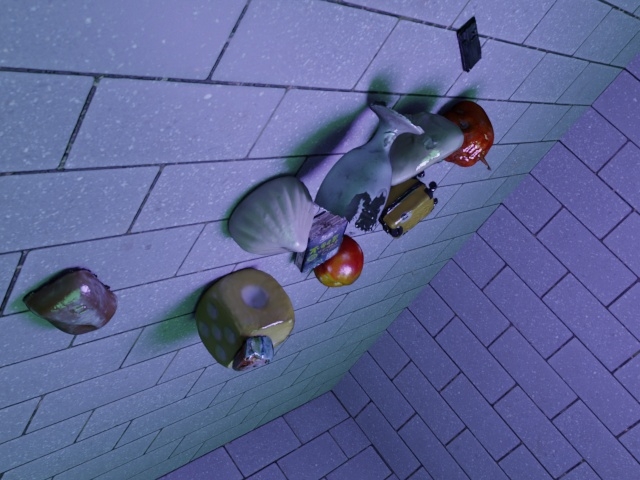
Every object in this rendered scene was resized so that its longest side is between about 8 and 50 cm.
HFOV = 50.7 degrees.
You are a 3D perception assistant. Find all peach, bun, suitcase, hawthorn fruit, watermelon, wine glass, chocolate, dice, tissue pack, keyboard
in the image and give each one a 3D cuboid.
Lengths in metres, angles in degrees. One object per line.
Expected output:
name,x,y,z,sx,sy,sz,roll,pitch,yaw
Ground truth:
peach,0.063,0.074,2.482,0.190,0.193,0.190,1,151,1
bun,-0.109,-0.037,1.881,0.263,0.175,0.263,-33,157,-16
suitcase,0.300,-0.132,2.423,0.234,0.143,0.194,-40,160,-3
hawthorn fruit,0.486,-0.323,2.210,0.207,0.243,0.207,-32,160,-13
bun,0.280,-0.293,2.043,0.283,0.179,0.283,-30,178,-1
watermelon,-0.202,0.357,2.048,0.139,0.071,0.187,-36,158,9
wine glass,0.127,-0.193,1.845,0.357,0.190,0.190,-62,158,1
chocolate,-0.576,0.165,1.618,0.161,0.083,0.261,-36,160,-7
dice,-0.242,0.246,2.148,0.238,0.227,0.233,-18,150,-42
tissue pack,0.000,0.000,2.278,0.173,0.073,0.236,-30,157,-24
keyboard,0.434,-0.559,1.949,0.072,0.023,0.231,-44,159,3
